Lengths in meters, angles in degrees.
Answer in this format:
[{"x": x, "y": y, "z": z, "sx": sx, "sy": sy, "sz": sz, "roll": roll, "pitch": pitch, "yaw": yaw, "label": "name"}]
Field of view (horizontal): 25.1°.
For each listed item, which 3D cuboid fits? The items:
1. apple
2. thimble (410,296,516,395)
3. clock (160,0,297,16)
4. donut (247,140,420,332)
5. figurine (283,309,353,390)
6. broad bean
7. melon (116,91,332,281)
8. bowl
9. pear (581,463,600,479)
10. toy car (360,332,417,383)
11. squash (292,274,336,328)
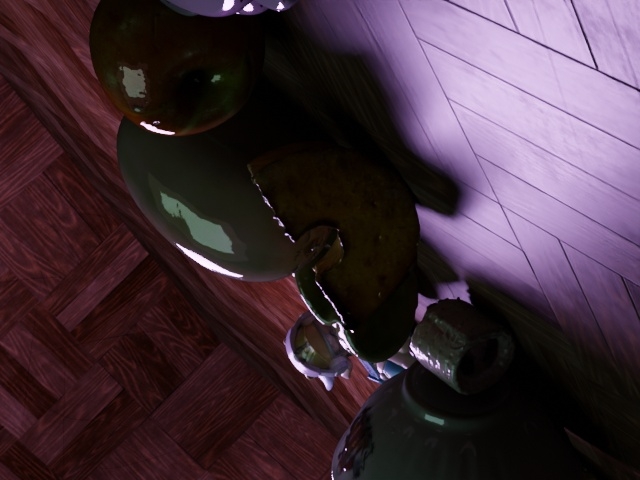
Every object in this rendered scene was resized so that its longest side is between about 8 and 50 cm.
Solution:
[{"x": -0.159, "y": -0.216, "z": 1.572, "sx": 0.196, "sy": 0.196, "sz": 0.196, "roll": 43, "pitch": 169, "yaw": 10, "label": "apple"}, {"x": 0.180, "y": 0.133, "z": 1.821, "sx": 0.090, "sy": 0.102, "sz": 0.115, "roll": 36, "pitch": -175, "yaw": 41, "label": "thimble"}, {"x": -0.137, "y": -0.325, "z": 1.295, "sx": 0.295, "sy": 0.113, "sz": 0.322, "roll": 51, "pitch": 166, "yaw": -28, "label": "clock"}, {"x": 0.032, "y": -0.029, "z": 1.696, "sx": 0.259, "sy": 0.152, "sz": 0.101, "roll": 59, "pitch": 178, "yaw": -28, "label": "donut"}, {"x": 0.017, "y": 0.176, "z": 2.406, "sx": 0.128, "sy": 0.183, "sz": 0.208, "roll": 57, "pitch": 147, "yaw": 18, "label": "figurine"}, {"x": 0.053, "y": 0.064, "z": 1.932, "sx": 0.072, "sy": 0.153, "sz": 0.207, "roll": -132, "pitch": 18, "yaw": -74, "label": "broad bean"}, {"x": -0.118, "y": -0.079, "z": 1.839, "sx": 0.317, "sy": 0.223, "sz": 0.223, "roll": 37, "pitch": 167, "yaw": 16, "label": "melon"}, {"x": 0.184, "y": 0.246, "z": 1.888, "sx": 0.337, "sy": 0.337, "sz": 0.158, "roll": 35, "pitch": 137, "yaw": 42, "label": "bowl"}, {"x": 0.305, "y": 0.427, "z": 2.076, "sx": 0.238, "sy": 0.255, "sz": 0.164, "roll": 38, "pitch": 166, "yaw": 11, "label": "pear"}, {"x": 0.134, "y": 0.195, "z": 2.245, "sx": 0.161, "sy": 0.098, "sz": 0.126, "roll": 37, "pitch": 169, "yaw": 42, "label": "toy car"}, {"x": -0.006, "y": 0.005, "z": 2.009, "sx": 0.370, "sy": 0.118, "sz": 0.118, "roll": 50, "pitch": 168, "yaw": -15, "label": "squash"}]
